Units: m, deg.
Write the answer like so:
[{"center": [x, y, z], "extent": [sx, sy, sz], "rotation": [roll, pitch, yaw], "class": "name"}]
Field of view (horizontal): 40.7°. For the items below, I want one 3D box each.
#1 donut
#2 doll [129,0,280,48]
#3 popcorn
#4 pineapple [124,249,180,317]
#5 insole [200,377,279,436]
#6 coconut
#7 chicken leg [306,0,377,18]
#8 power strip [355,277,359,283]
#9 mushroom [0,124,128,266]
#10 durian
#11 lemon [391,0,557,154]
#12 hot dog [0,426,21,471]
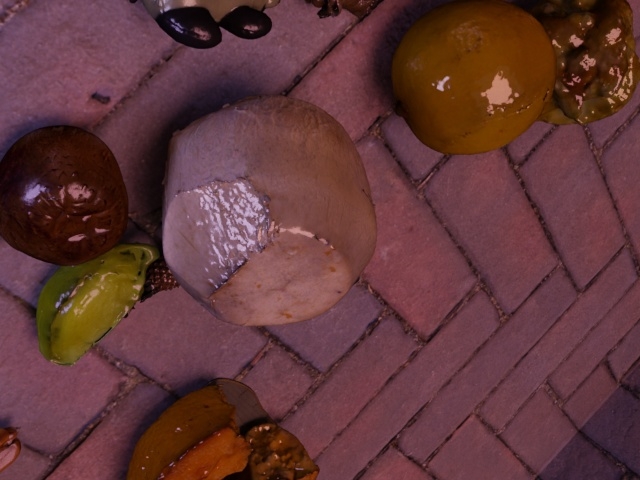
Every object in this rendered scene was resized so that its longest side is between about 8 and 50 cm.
[{"center": [-0.238, 0.494, 1.784], "extent": [0.377, 0.163, 0.435], "rotation": [-40, 138, -2], "class": "donut"}, {"center": [-0.153, -0.368, 1.257], "extent": [0.234, 0.135, 0.144], "rotation": [-20, 125, -35], "class": "doll"}, {"center": [0.492, -0.357, 1.727], "extent": [0.282, 0.282, 0.247], "rotation": [-53, 170, 4], "class": "popcorn"}, {"center": [-0.301, 0.077, 1.503], "extent": [0.159, 0.074, 0.074], "rotation": [-34, 136, -7], "class": "pineapple"}, {"center": [-0.168, 0.393, 1.886], "extent": [0.119, 0.009, 0.348], "rotation": [-43, 138, -9], "class": "insole"}, {"center": [-0.092, -0.059, 1.397], "extent": [0.346, 0.360, 0.346], "rotation": [-6, 138, -5], "class": "coconut"}, {"center": [0.028, -0.418, 1.420], "extent": [0.125, 0.080, 0.196], "rotation": [-58, 140, -10], "class": "chicken leg"}, {"center": [0.000, 0.000, 1.674], "extent": [0.070, 0.105, 0.257], "rotation": [-37, 137, -13], "class": "power strip"}, {"center": [-0.383, -0.052, 1.282], "extent": [0.194, 0.138, 0.231], "rotation": [-30, 134, -21], "class": "mushroom"}, {"center": [-0.380, 0.091, 1.417], "extent": [0.139, 0.101, 0.250], "rotation": [31, 95, -49], "class": "durian"}, {"center": [0.277, -0.297, 1.564], "extent": [0.297, 0.297, 0.297], "rotation": [-22, 132, -28], "class": "lemon"}, {"center": [-0.609, 0.392, 1.466], "extent": [0.235, 0.062, 0.092], "rotation": [-35, 136, -13], "class": "hot dog"}]
